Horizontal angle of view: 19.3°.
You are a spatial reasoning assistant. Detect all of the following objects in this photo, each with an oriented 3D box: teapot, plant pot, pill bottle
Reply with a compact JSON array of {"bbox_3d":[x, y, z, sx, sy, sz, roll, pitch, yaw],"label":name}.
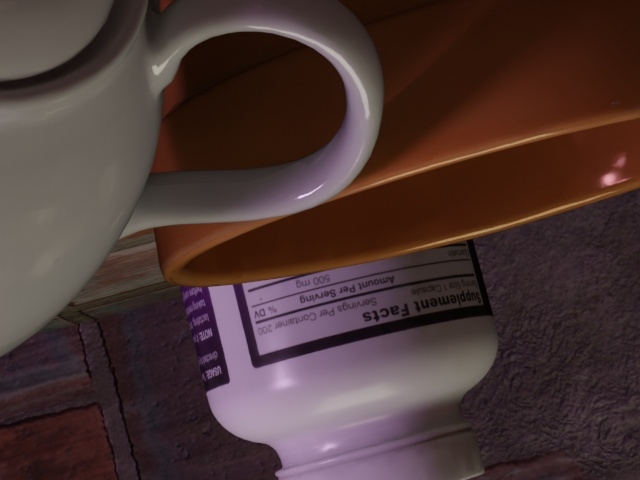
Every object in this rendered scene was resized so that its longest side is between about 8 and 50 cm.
[{"bbox_3d":[-0.142,-0.080,0.617,0.256,0.252,0.187,-26,170,-45],"label":"teapot"},{"bbox_3d":[0.047,-0.113,0.828,0.290,0.204,0.291,-15,174,-2],"label":"plant pot"},{"bbox_3d":[0.000,0.000,1.147,0.181,0.323,0.181,-14,174,-2],"label":"pill bottle"}]
